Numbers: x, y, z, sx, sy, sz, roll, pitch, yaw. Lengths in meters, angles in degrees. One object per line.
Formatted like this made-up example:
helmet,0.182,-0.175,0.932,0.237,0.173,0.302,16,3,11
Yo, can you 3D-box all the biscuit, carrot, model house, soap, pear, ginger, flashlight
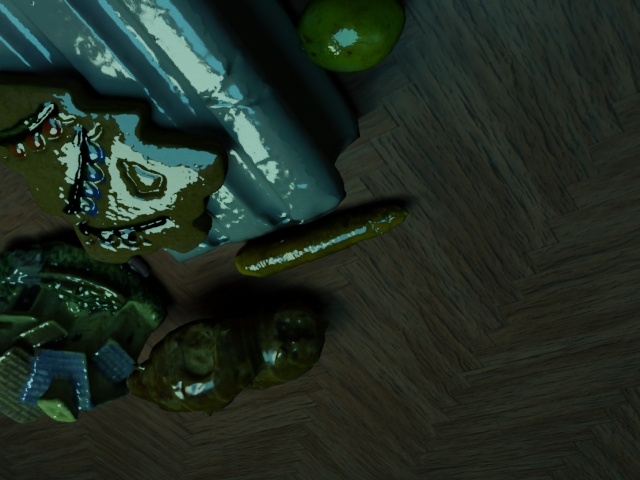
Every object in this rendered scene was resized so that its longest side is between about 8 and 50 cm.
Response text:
biscuit,-0.264,-0.079,0.774,0.302,0.043,0.278,35,133,-21
carrot,0.000,0.000,1.072,0.314,0.066,0.066,-17,128,26
model house,-0.493,0.183,1.226,0.321,0.266,0.261,-1,141,24
soap,-0.201,-0.192,0.824,0.351,0.212,0.435,-22,125,30
pear,0.035,-0.248,0.775,0.131,0.107,0.107,-26,125,15
ginger,-0.170,0.222,1.223,0.358,0.152,0.274,-13,163,-20
flashlight,-0.354,0.031,1.218,0.052,0.031,0.110,-19,127,30
